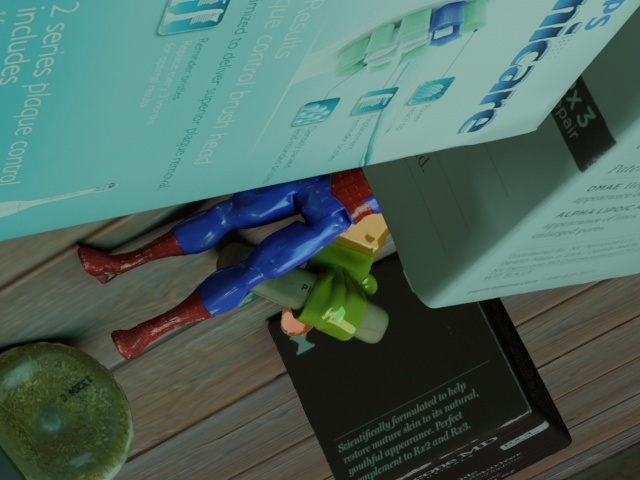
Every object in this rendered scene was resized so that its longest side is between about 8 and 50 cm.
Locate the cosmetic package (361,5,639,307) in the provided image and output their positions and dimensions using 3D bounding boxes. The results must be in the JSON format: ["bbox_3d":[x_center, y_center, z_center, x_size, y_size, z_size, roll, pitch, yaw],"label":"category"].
[{"bbox_3d":[0.155,-0.158,0.588,0.156,0.217,0.385,-8,153,-37],"label":"cosmetic package"}]

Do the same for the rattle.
[{"bbox_3d":[0.000,0.000,1.064,0.130,0.143,0.199,7,177,5],"label":"rattle"}]

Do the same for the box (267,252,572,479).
[{"bbox_3d":[0.088,0.121,1.258,0.168,0.167,0.203,-28,159,10],"label":"box"}]

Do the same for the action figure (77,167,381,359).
[{"bbox_3d":[-0.013,-0.023,0.900,0.280,0.091,0.139,-25,169,2],"label":"action figure"}]

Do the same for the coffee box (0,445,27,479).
[{"bbox_3d":[-0.325,0.165,0.508,0.334,0.338,0.338,-6,125,-41],"label":"coffee box"}]

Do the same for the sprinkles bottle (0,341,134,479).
[{"bbox_3d":[-0.252,0.207,1.159,0.121,0.121,0.355,-10,155,-33],"label":"sprinkles bottle"}]

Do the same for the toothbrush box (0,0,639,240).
[{"bbox_3d":[-0.072,-0.125,0.411,0.295,0.216,0.126,-11,156,-29],"label":"toothbrush box"}]
